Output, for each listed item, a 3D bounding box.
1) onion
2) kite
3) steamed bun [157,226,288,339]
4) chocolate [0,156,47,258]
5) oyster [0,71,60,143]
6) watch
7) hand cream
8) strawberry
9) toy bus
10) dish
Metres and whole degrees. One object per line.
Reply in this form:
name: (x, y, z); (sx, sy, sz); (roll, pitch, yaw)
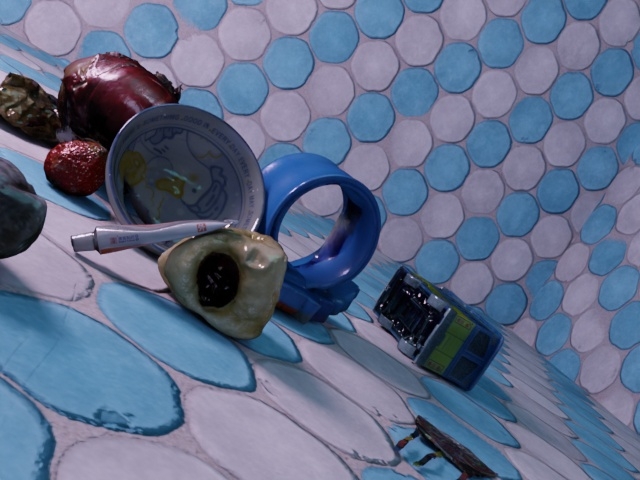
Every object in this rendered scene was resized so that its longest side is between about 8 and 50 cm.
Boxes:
onion: (-0.355, -0.216, 1.457); (0.314, 0.232, 0.314); (30, -29, 19)
kite: (0.178, 0.306, 1.115); (0.152, 0.015, 0.285); (34, 6, 20)
steamed bun: (-0.145, 0.047, 1.079); (0.155, 0.141, 0.172); (16, 9, -20)
chocolate: (-0.381, -0.059, 0.815); (0.248, 0.110, 0.110); (32, 5, 32)
oyster: (-0.569, -0.266, 1.567); (0.221, 0.096, 0.361); (28, 1, 25)
watch: (0.000, 0.000, 1.433); (0.305, 0.274, 0.241); (21, 11, -38)
hand cream: (-0.220, -0.011, 1.034); (0.216, 0.038, 0.052); (-7, 36, -16)
strawberry: (-0.394, -0.121, 1.264); (0.106, 0.106, 0.106); (32, 6, -4)
toy bus: (0.258, 0.192, 1.783); (0.190, 0.152, 0.312); (29, 7, -21)
dish: (-0.242, -0.078, 1.305); (0.273, 0.273, 0.134); (30, -33, -22)
